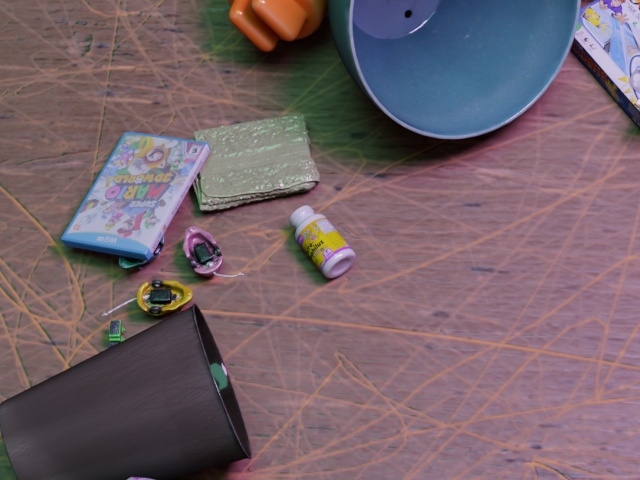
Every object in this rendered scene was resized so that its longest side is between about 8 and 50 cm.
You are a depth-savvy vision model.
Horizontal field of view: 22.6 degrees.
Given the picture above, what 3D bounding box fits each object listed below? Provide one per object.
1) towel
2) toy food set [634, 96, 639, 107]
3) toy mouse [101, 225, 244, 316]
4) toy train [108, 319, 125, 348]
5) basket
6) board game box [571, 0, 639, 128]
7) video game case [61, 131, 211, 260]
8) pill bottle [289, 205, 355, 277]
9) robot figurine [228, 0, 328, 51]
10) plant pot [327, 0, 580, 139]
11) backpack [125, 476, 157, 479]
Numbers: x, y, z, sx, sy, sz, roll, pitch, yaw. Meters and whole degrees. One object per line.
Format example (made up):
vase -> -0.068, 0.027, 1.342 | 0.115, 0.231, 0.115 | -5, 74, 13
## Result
towel -> -0.080, -0.092, 1.873 | 0.148, 0.027, 0.110 | -12, 61, 0
toy food set -> 0.458, -0.122, 1.820 | 0.192, 0.038, 0.132 | 45, 75, 5
toy mouse -> -0.168, 0.020, 1.819 | 0.161, 0.031, 0.143 | -6, 62, 2
toy train -> -0.228, 0.126, 1.773 | 0.017, 0.024, 0.083 | -2, 62, 4
basket -> -0.206, 0.187, 1.668 | 0.226, 0.154, 0.204 | -22, 31, -1
board game box -> 0.396, -0.214, 1.891 | 0.136, 0.035, 0.201 | -31, 64, -11
video game case -> -0.212, -0.054, 1.845 | 0.119, 0.015, 0.166 | 10, 56, 27
pill bottle -> 0.000, 0.000, 1.808 | 0.043, 0.043, 0.083 | -33, 64, -12
robot figurine -> -0.037, -0.331, 1.930 | 0.128, 0.158, 0.219 | 19, 58, 6
plant pot -> 0.125, -0.282, 1.843 | 0.290, 0.290, 0.195 | -32, 28, -11
backpack -> -0.171, 0.307, 1.584 | 0.115, 0.182, 0.152 | 0, 63, 5
